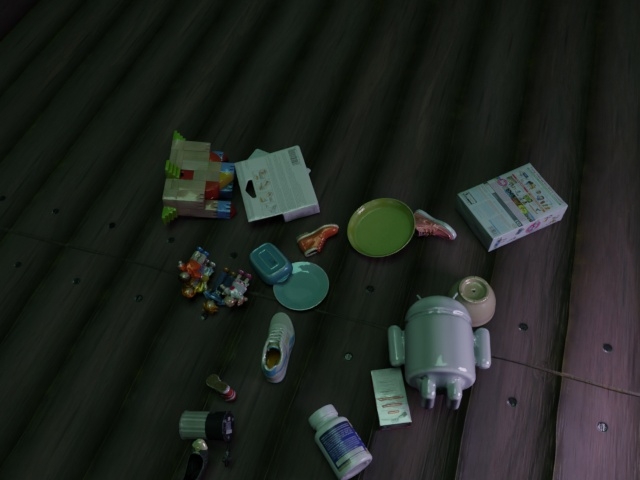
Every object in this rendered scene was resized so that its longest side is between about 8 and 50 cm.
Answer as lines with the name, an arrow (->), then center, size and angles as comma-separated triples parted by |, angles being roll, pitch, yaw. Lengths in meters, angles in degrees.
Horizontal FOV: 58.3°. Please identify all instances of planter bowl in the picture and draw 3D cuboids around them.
planter bowl -> 0.483, 0.180, 1.826 | 0.162, 0.109, 0.161 | -2, 56, 3

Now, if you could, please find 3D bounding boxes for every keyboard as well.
keyboard -> -0.165, -0.296, 2.260 | 0.256, 0.014, 0.072 | 23, 66, 19

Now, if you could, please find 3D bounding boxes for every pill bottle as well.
pill bottle -> 0.049, 0.560, 1.604 | 0.112, 0.112, 0.186 | -29, 59, -14

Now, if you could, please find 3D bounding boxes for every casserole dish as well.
casserole dish -> -0.176, 0.073, 1.979 | 0.114, 0.037, 0.188 | -35, 51, -13

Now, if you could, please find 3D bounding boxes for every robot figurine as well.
robot figurine -> 0.347, 0.312, 1.692 | 0.300, 0.199, 0.353 | 3, 57, 5

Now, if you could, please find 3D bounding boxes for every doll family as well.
doll family -> -0.367, 0.156, 1.929 | 0.263, 0.118, 0.163 | 28, 55, 1

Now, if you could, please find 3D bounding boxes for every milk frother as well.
milk frother -> -0.318, 0.561, 1.629 | 0.135, 0.129, 0.143 | -3, 60, 14

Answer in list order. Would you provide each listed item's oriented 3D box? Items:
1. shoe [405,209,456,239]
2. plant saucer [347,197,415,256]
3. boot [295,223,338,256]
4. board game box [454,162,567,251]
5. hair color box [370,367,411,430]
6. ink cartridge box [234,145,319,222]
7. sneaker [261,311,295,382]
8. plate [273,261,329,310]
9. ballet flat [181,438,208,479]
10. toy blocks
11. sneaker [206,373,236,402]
shoe -> 0.382, -0.037, 2.010 | 0.178, 0.063, 0.081 | 35, 67, 30
plant saucer -> 0.215, -0.040, 2.015 | 0.241, 0.037, 0.240 | -9, 57, 14
boot -> 0.000, 0.000, 2.022 | 0.158, 0.059, 0.084 | -25, 60, -2
board game box -> 0.665, -0.119, 2.020 | 0.304, 0.097, 0.224 | -23, 58, -9
hair color box -> 0.205, 0.465, 1.691 | 0.093, 0.053, 0.167 | -7, 55, -1
ink cartridge box -> -0.167, -0.201, 2.156 | 0.261, 0.066, 0.296 | -16, 58, -3
sneaker -> -0.132, 0.322, 1.792 | 0.088, 0.092, 0.228 | 0, 55, 7
plate -> -0.065, 0.156, 1.939 | 0.188, 0.024, 0.188 | -3, 55, 4
ballet flat -> -0.348, 0.631, 1.580 | 0.058, 0.049, 0.173 | 15, 93, 14
toy blocks -> -0.439, -0.231, 2.161 | 0.261, 0.190, 0.381 | 3, 57, -7
sneaker -> -0.302, 0.453, 1.754 | 0.042, 0.067, 0.119 | -46, 34, -21
